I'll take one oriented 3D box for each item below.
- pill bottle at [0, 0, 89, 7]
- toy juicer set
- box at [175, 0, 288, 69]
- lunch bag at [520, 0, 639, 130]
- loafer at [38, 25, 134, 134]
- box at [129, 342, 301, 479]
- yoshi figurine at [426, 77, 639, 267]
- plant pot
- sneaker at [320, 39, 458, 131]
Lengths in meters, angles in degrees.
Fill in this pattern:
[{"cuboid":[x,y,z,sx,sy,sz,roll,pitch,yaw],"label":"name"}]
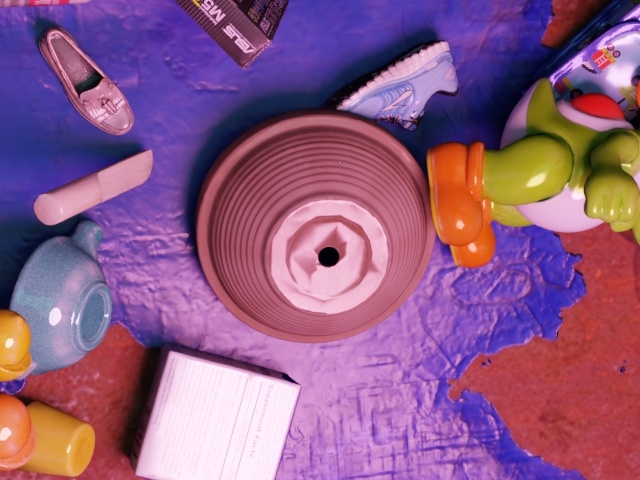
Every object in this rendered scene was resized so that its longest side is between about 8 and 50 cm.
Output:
[{"cuboid":[-0.364,-0.292,1.460,0.318,0.176,0.176,-5,95,-11],"label":"pill bottle"},{"cuboid":[-0.260,0.058,1.499,0.089,0.209,0.329,13,89,21],"label":"toy juicer set"},{"cuboid":[-0.112,-0.255,1.509,0.184,0.191,0.045,42,107,-11],"label":"box"},{"cuboid":[0.363,-0.148,1.663,0.293,0.138,0.221,-41,102,7],"label":"lunch bag"},{"cuboid":[-0.225,-0.152,1.567,0.045,0.039,0.125,-40,100,-7],"label":"loafer"},{"cuboid":[-0.103,0.179,1.598,0.137,0.072,0.126,16,90,-12],"label":"box"},{"cuboid":[0.296,-0.036,1.566,0.362,0.203,0.203,-12,124,9],"label":"yoshi figurine"},{"cuboid":[0.000,0.000,1.562,0.237,0.110,0.237,-2,109,-7],"label":"plant pot"},{"cuboid":[0.070,-0.135,1.620,0.162,0.063,0.073,-30,102,-8],"label":"sneaker"}]
